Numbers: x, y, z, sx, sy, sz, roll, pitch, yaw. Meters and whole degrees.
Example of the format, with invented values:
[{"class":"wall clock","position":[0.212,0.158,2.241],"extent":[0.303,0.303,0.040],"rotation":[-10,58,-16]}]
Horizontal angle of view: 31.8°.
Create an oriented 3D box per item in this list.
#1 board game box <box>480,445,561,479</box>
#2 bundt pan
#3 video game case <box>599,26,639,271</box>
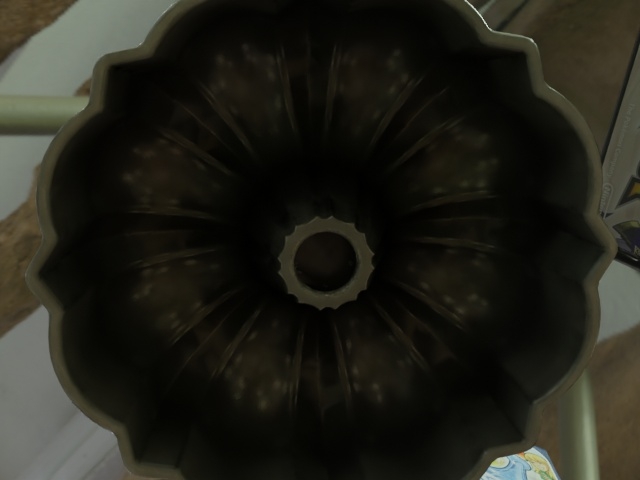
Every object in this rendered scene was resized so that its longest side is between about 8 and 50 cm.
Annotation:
[{"class":"board game box","position":[0.134,0.209,1.026],"extent":[0.201,0.136,0.035],"rotation":[23,-72,-16]},{"class":"bundt pan","position":[0.000,0.000,0.682],"extent":[0.331,0.124,0.330],"rotation":[-1,-78,-3]},{"class":"video game case","position":[0.311,-0.075,0.714],"extent":[0.248,0.035,0.274],"rotation":[28,-62,33]}]
